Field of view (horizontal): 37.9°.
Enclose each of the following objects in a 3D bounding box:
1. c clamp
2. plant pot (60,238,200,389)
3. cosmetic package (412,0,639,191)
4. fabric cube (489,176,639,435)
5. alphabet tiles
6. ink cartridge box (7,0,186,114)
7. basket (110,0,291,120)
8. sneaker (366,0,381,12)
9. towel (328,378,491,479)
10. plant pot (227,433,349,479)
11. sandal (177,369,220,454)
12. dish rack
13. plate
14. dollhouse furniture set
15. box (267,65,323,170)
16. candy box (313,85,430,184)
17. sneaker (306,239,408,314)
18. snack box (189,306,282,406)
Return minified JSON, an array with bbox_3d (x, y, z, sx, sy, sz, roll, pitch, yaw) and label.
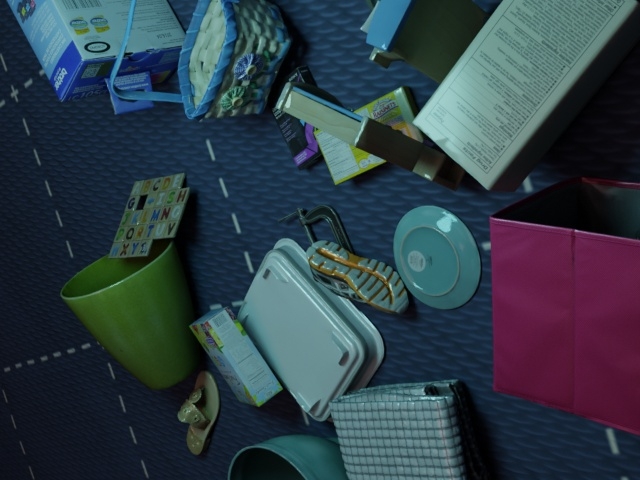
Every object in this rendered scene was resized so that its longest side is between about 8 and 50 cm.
[{"bbox_3d":[0.000,0.000,1.798,0.137,0.022,0.160,-33,80,39],"label":"c clamp"},{"bbox_3d":[-0.394,0.181,2.109,0.275,0.275,0.293,-5,116,46],"label":"plant pot"},{"bbox_3d":[0.292,-0.233,1.288,0.160,0.113,0.309,47,114,22],"label":"cosmetic package"},{"bbox_3d":[0.400,0.074,1.257,0.259,0.254,0.258,12,114,41],"label":"fabric cube"},{"bbox_3d":[-0.378,-0.054,2.075,0.237,0.009,0.198,-5,62,46],"label":"alphabet tiles"},{"bbox_3d":[-0.454,-0.450,1.905,0.151,0.270,0.395,-43,73,46],"label":"ink cartridge box"},{"bbox_3d":[-0.214,-0.349,1.678,0.254,0.289,0.201,117,150,-41],"label":"basket"},{"bbox_3d":[0.126,-0.423,1.469,0.130,0.087,0.227,-46,66,50],"label":"sneaker"},{"bbox_3d":[0.167,0.377,1.697,0.284,0.121,0.234,-14,88,43],"label":"towel"},{"bbox_3d":[-0.016,0.512,1.869,0.293,0.196,0.292,18,117,41],"label":"plant pot"},{"bbox_3d":[-0.300,0.423,2.205,0.088,0.079,0.240,33,125,32],"label":"sandal"},{"bbox_3d":[-0.042,0.191,1.874,0.333,0.072,0.285,47,133,24],"label":"dish rack"},{"bbox_3d":[0.194,0.033,1.613,0.188,0.024,0.188,18,117,39],"label":"plate"},{"bbox_3d":[0.131,-0.279,1.448,0.198,0.286,0.303,34,101,43],"label":"dollhouse furniture set"},{"bbox_3d":[-0.034,-0.228,1.741,0.116,0.029,0.162,-32,80,46],"label":"box"},{"bbox_3d":[0.086,-0.180,1.621,0.206,0.027,0.105,-22,87,38],"label":"candy box"},{"bbox_3d":[0.069,0.078,1.715,0.215,0.084,0.083,32,146,24],"label":"sneaker"},{"bbox_3d":[-0.180,0.244,1.955,0.207,0.070,0.174,56,162,-4],"label":"snack box"}]
